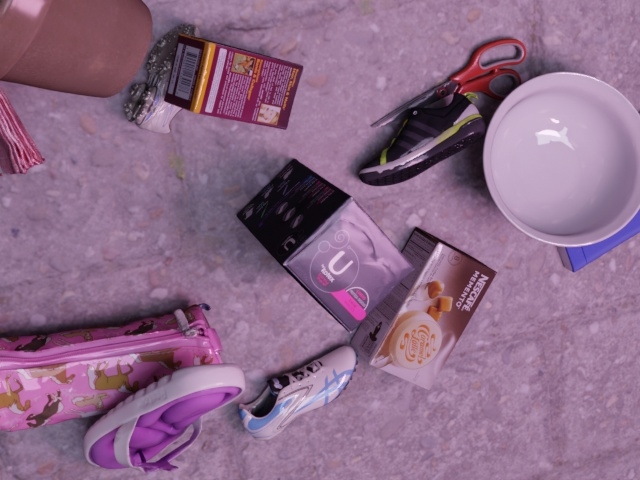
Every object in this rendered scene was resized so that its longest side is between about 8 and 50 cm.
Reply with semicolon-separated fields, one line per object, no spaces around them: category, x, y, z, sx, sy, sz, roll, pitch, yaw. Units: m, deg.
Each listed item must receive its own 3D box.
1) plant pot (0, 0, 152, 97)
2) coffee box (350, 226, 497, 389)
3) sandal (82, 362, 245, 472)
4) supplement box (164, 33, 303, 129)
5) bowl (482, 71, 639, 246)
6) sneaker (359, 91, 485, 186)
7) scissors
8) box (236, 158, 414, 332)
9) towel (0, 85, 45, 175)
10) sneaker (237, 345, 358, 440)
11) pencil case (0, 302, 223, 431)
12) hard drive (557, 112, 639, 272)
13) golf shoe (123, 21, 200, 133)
plant pot;-0.361;-0.299;1.209;0.229;0.263;0.263;23;98;-42
coffee box;0.182;0.121;1.602;0.141;0.098;0.246;27;96;-25
sandal;-0.250;0.301;1.370;0.169;0.102;0.416;2;150;-33
supplement box;-0.128;-0.236;1.349;0.188;0.081;0.104;4;106;-46
bowl;0.408;-0.131;1.558;0.298;0.134;0.298;1;85;-6
sneaker;0.165;-0.173;1.516;0.234;0.084;0.097;-26;76;9
scissors;0.220;-0.271;1.536;0.297;0.021;0.109;-14;117;-13
box;0.000;0.000;1.402;0.143;0.270;0.165;-45;115;-2
towel;-0.515;-0.175;1.152;0.037;0.329;0.237;-48;122;-41
sneaker;-0.037;0.258;1.574;0.237;0.085;0.086;-36;120;-8
pencil case;-0.348;0.198;1.402;0.386;0.160;0.167;-8;110;-17
hard drive;0.572;-0.106;1.702;0.318;0.040;0.210;-30;114;-8
golf shoe;-0.225;-0.244;1.369;0.086;0.069;0.176;28;97;-49
